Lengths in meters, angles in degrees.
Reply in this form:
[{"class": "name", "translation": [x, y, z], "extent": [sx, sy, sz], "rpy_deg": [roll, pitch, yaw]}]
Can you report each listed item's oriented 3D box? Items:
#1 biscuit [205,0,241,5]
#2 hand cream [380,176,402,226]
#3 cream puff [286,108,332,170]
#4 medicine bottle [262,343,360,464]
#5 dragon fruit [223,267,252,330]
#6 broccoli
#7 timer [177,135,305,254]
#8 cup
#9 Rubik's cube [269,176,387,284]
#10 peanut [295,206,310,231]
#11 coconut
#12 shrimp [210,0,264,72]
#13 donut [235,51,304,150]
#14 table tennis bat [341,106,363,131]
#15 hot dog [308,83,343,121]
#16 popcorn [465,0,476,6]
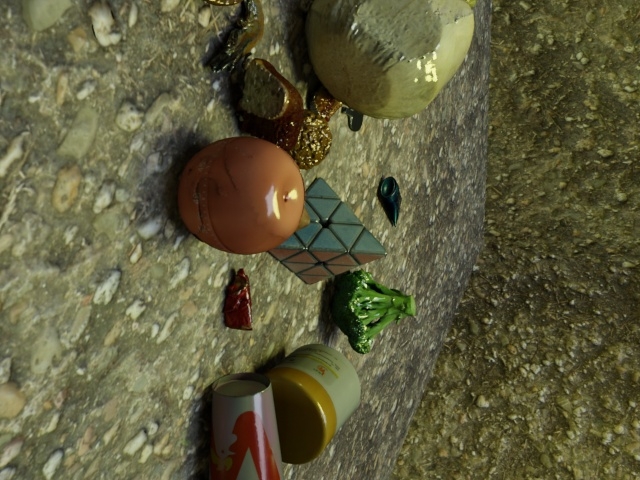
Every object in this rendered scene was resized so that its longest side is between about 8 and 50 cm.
[{"class": "biscuit", "translation": [-0.193, -0.540, 1.021], "extent": [0.262, 0.037, 0.261], "rpy_deg": [-4, 95, -55]}, {"class": "hand cream", "translation": [0.269, -0.146, 2.189], "extent": [0.270, 0.061, 0.120], "rpy_deg": [53, 47, -68]}, {"class": "cream puff", "translation": [-0.033, -0.243, 1.425], "extent": [0.165, 0.115, 0.150], "rpy_deg": [-48, 143, -46]}, {"class": "medicine bottle", "translation": [-0.044, 0.414, 1.531], "extent": [0.232, 0.238, 0.237], "rpy_deg": [-29, 126, -61]}, {"class": "dragon fruit", "translation": [-0.191, 0.133, 1.344], "extent": [0.097, 0.063, 0.131], "rpy_deg": [-101, -173, -61]}, {"class": "broccoli", "translation": [0.164, 0.221, 1.855], "extent": [0.254, 0.269, 0.268], "rpy_deg": [-52, 147, -71]}, {"class": "timer", "translation": [-0.151, -0.086, 1.135], "extent": [0.230, 0.215, 0.229], "rpy_deg": [4, 90, -66]}, {"class": "cup", "translation": [-0.176, 0.464, 1.359], "extent": [0.203, 0.203, 0.288], "rpy_deg": [-19, 110, -62]}, {"class": "Rubik's cube", "translation": [0.001, 0.002, 1.565], "extent": [0.229, 0.228, 0.233], "rpy_deg": [-40, 106, 1]}, {"class": "peanut", "translation": [-0.084, -0.076, 1.433], "extent": [0.152, 0.076, 0.076], "rpy_deg": [43, 59, -37]}, {"class": "coconut", "translation": [0.166, -0.509, 1.450], "extent": [0.416, 0.345, 0.414], "rpy_deg": [11, 68, -29]}, {"class": "shrimp", "translation": [-0.166, -0.425, 1.151], "extent": [0.152, 0.046, 0.219], "rpy_deg": [71, 35, -48]}, {"class": "donut", "translation": [-0.095, -0.283, 1.234], "extent": [0.144, 0.126, 0.186], "rpy_deg": [-23, 147, -45]}, {"class": "table tennis bat", "translation": [0.100, -0.377, 1.771], "extent": [0.158, 0.014, 0.095], "rpy_deg": [-3, 104, -66]}, {"class": "hot dog", "translation": [0.029, -0.386, 1.572], "extent": [0.191, 0.059, 0.108], "rpy_deg": [-58, 144, -34]}, {"class": "popcorn", "translation": [0.382, -0.791, 1.892], "extent": [0.321, 0.290, 0.325], "rpy_deg": [31, 53, -61]}]
